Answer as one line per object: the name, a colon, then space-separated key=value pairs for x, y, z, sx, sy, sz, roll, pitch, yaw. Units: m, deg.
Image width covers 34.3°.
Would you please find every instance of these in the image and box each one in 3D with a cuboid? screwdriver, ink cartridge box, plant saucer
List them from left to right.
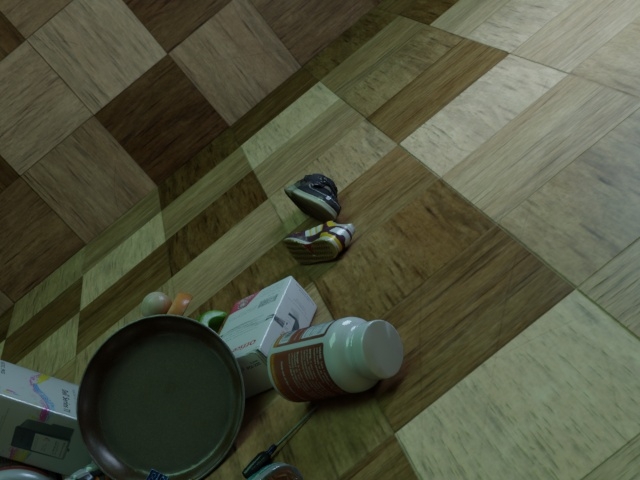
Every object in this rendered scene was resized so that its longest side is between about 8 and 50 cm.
ink cartridge box: x=-0.532 y=0.338 z=1.973 sx=0.119 sy=0.354 sz=0.207 roll=-66 pitch=20 yaw=5
plant saucer: x=-0.278 y=0.287 z=1.835 sx=0.311 sy=0.310 sz=0.050 roll=-40 pitch=-19 yaw=1
ink cartridge box: x=-0.114 y=0.188 z=1.947 sx=0.159 sy=0.092 sz=0.218 roll=-27 pitch=22 yaw=33
screwdriver: x=-0.064 y=0.321 z=1.680 sx=0.025 sy=0.024 sz=0.170 roll=27 pitch=64 yaw=38

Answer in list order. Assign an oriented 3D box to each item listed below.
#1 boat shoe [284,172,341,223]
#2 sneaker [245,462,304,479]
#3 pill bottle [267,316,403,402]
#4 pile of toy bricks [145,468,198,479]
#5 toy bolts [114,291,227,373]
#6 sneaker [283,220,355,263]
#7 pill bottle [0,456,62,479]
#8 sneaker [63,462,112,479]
boat shoe: x=-0.007 y=-0.107 z=2.366 sx=0.092 sy=0.103 sz=0.285 roll=-47 pitch=15 yaw=-5
sneaker: x=-0.147 y=0.432 z=1.467 sx=0.302 sy=0.108 sz=0.121 roll=-50 pitch=26 yaw=-22
pill bottle: x=0.024 y=0.189 z=1.658 sx=0.216 sy=0.121 sz=0.121 roll=-18 pitch=30 yaw=46
pile of toy bricks: x=-0.277 y=0.471 z=1.659 sx=0.105 sy=0.118 sz=0.212 roll=94 pitch=-160 yaw=-62
toy bolts: x=-0.308 y=0.229 z=1.996 sx=0.218 sy=0.159 sz=0.228 roll=-61 pitch=6 yaw=39
sneaker: x=0.000 y=0.000 z=2.190 sx=0.084 sy=0.069 sz=0.185 roll=-41 pitch=24 yaw=-30
pill bottle: x=-0.609 y=0.486 z=2.025 sx=0.210 sy=0.210 sz=0.363 roll=-43 pitch=20 yaw=-7
sneaker: x=-0.395 y=0.495 z=1.776 sx=0.321 sy=0.180 sz=0.124 roll=-17 pitch=-39 yaw=-56
